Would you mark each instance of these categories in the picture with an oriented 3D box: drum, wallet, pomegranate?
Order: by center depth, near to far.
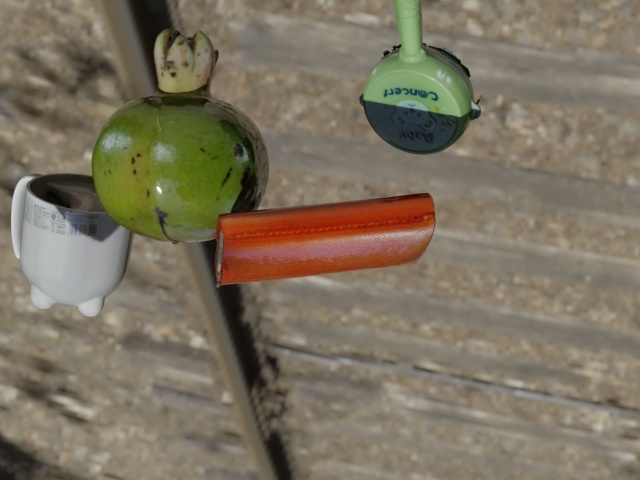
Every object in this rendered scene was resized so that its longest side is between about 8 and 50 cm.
[{"bbox_3d":[0.000,0.000,1.429,0.204,0.045,0.142,-6,160,-8],"label":"wallet"},{"bbox_3d":[-0.151,-0.096,1.505,0.179,0.210,0.179,-22,171,-4],"label":"pomegranate"},{"bbox_3d":[0.076,-0.199,1.511,0.130,0.049,0.253,-5,126,31],"label":"drum"}]

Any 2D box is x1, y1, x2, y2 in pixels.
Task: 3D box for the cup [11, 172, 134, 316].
[{"bbox_3d":[-0.310,0.003,1.775,0.173,0.142,0.134,15,-160,9],"label":"cup"}]
